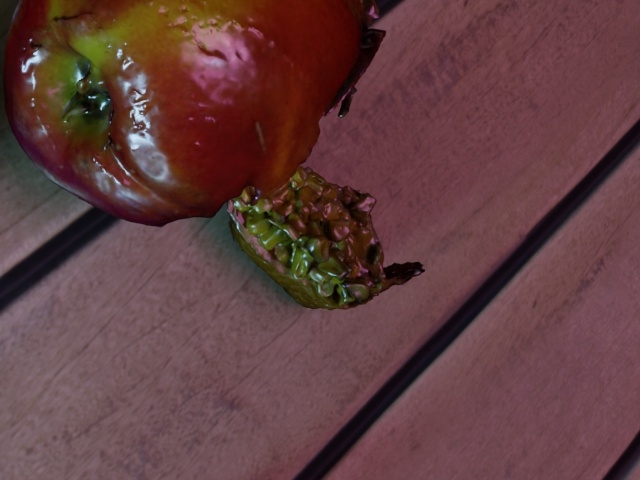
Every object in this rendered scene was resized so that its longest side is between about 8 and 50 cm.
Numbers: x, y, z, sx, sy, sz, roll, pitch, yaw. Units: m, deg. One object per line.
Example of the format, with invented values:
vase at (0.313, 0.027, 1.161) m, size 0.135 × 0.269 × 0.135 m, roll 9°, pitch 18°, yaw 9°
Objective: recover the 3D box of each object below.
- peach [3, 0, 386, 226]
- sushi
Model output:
peach at (-0.132, -0.213, 1.693) m, size 0.417 × 0.339 × 0.353 m, roll -25°, pitch 106°, yaw -48°
sushi at (-0.002, 0.000, 1.925) m, size 0.296 × 0.179 × 0.166 m, roll 50°, pitch 50°, yaw -32°
